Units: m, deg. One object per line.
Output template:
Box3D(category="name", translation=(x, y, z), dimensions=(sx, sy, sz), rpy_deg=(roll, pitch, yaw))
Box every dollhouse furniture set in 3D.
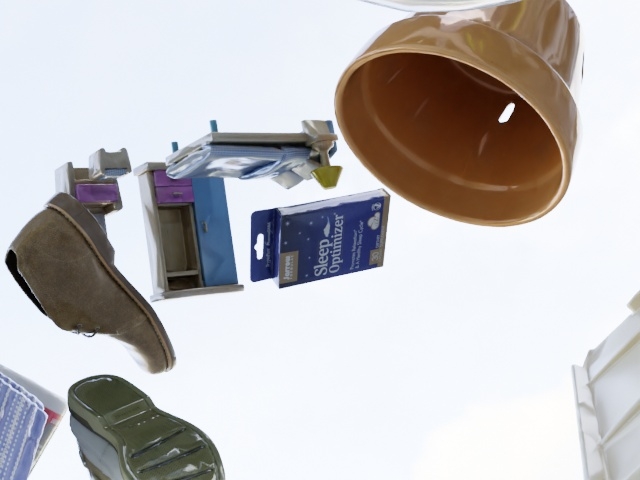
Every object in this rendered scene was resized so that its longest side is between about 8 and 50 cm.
Box3D(category="dollhouse furniture set", translation=(-0.151, -0.035, 1.217), dimensions=(0.286, 0.198, 0.303), rpy_deg=(-4, -8, -39))

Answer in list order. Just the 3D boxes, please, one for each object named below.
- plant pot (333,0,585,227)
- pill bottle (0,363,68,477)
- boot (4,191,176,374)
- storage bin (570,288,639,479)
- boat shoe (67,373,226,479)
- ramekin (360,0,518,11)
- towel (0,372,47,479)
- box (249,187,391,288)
Box3D(category="plant pot", translation=(0.187, -0.185, 1.099), dimensions=(0.203, 0.290, 0.291), rpy_deg=(-60, -31, -29))
Box3D(category="pill bottle", translation=(-0.547, 0.354, 1.437), dimensions=(0.319, 0.176, 0.176), rpy_deg=(-62, -36, -16))
Box3D(category="boot", translation=(-0.291, 0.086, 1.174), dimensions=(0.115, 0.112, 0.305), rpy_deg=(-50, -48, -26))
Box3D(category="storage bin", translation=(0.268, 0.137, 0.467), dimensions=(0.123, 0.262, 0.260), rpy_deg=(-48, -6, 14))
Box3D(category="boat shoe", translation=(-0.201, 0.265, 1.073), dimensions=(0.113, 0.302, 0.103), rpy_deg=(-13, -63, -33))
Box3D(category="ramekin", translation=(0.048, -0.234, 0.338), dimensions=(0.273, 0.273, 0.127), rpy_deg=(-48, -8, 7))
Box3D(category="towel", translation=(-0.439, 0.256, 1.081), dimensions=(0.040, 0.243, 0.336), rpy_deg=(2, -29, 14))
Box3D(category="box", translation=(0.000, 0.000, 1.437), dimensions=(0.225, 0.036, 0.136), rpy_deg=(-11, -55, -21))
